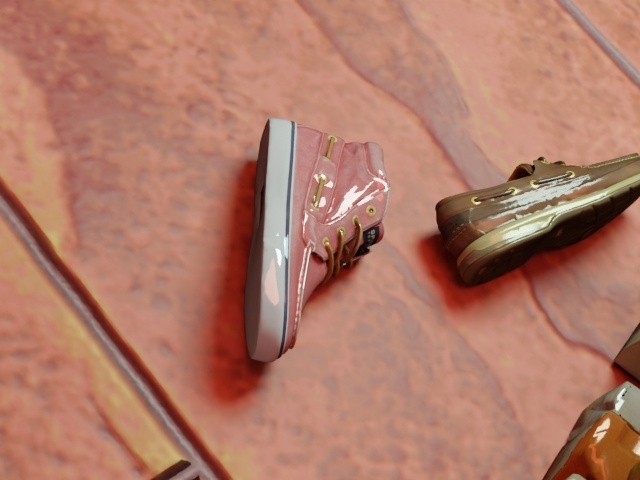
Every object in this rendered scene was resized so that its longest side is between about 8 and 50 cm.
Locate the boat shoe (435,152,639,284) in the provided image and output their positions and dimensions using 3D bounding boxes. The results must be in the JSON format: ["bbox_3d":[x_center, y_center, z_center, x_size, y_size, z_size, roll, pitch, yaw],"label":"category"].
[{"bbox_3d":[0.154,-0.029,0.968,0.178,0.064,0.060,-21,69,-29],"label":"boat shoe"}]

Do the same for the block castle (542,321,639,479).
[{"bbox_3d":[0.309,0.083,0.802,0.213,0.303,0.453,38,53,4],"label":"block castle"}]

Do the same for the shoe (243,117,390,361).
[{"bbox_3d":[0.000,0.000,0.885,0.081,0.063,0.178,10,50,-9],"label":"shoe"}]
